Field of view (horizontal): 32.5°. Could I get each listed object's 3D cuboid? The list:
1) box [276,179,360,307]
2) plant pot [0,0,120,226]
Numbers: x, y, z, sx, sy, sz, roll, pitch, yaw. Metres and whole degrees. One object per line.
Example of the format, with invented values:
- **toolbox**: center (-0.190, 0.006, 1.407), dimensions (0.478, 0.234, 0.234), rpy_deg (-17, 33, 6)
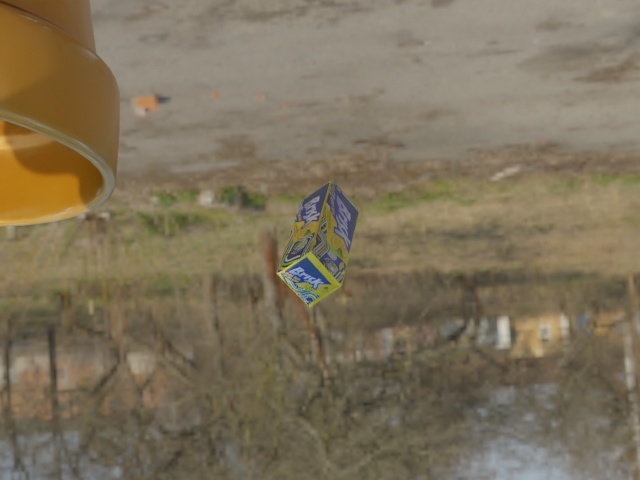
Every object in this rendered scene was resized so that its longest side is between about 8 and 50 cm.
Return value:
- **box**: center (0.000, 0.000, 1.286), dimensions (0.054, 0.059, 0.169), rpy_deg (-33, -159, 25)
- **plant pot**: center (-0.205, -0.126, 0.587), dimensions (0.205, 0.188, 0.205), rpy_deg (2, 164, 1)
